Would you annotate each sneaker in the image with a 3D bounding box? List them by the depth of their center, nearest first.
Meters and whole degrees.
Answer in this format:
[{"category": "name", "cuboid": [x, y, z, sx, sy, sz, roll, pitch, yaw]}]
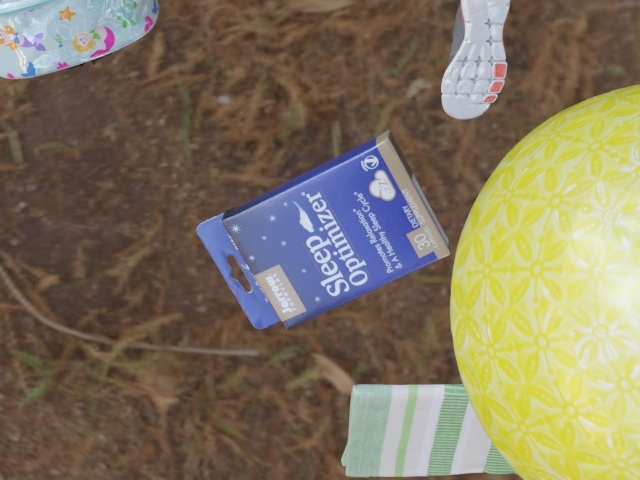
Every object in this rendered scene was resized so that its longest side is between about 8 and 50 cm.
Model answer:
[{"category": "sneaker", "cuboid": [0.158, -0.199, 1.362, 0.061, 0.065, 0.158, 10, 118, -4]}]

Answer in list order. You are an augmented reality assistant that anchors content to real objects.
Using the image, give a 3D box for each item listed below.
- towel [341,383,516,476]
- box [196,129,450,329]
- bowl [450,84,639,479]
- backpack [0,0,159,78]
[{"category": "towel", "cuboid": [0.197, 0.255, 1.866, 0.325, 0.248, 0.038, -1, 54, -4]}, {"category": "box", "cuboid": [0.000, 0.000, 1.357, 0.225, 0.036, 0.136, -25, 108, 15]}, {"category": "bowl", "cuboid": [0.234, 0.035, 0.784, 0.289, 0.156, 0.289, 1, 83, -10]}, {"category": "backpack", "cuboid": [-0.300, -0.295, 1.528, 0.225, 0.253, 0.191, -19, 128, -5]}]
